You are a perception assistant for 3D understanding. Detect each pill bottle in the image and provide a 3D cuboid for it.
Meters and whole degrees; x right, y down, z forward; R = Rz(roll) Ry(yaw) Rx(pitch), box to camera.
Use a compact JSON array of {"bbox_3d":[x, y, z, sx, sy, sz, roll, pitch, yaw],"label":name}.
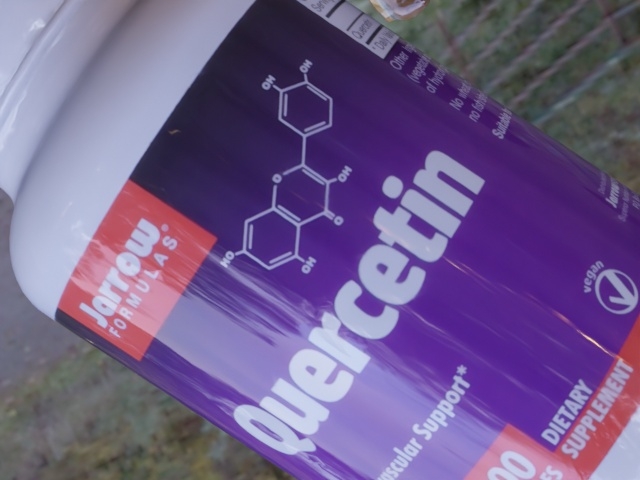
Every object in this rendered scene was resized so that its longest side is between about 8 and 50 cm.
[{"bbox_3d":[0.000,0.000,0.576,0.181,0.323,0.181,-57,-178,3],"label":"pill bottle"}]

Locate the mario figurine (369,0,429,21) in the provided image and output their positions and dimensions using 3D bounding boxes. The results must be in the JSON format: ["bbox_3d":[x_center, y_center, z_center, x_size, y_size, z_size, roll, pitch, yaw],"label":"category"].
[{"bbox_3d":[0.154,-0.238,0.751,0.320,0.198,0.170,-35,156,19],"label":"mario figurine"}]
